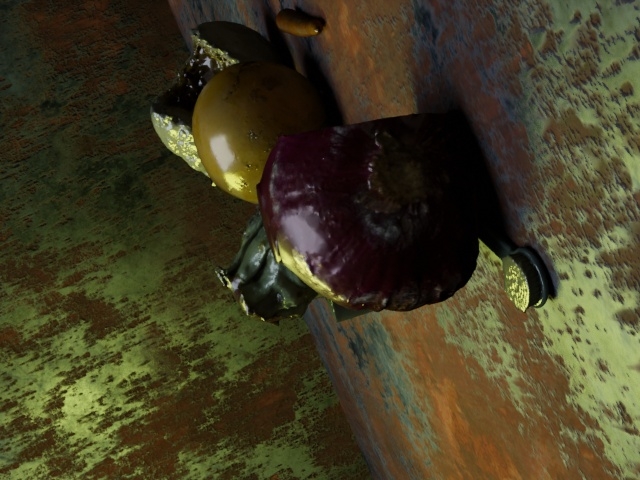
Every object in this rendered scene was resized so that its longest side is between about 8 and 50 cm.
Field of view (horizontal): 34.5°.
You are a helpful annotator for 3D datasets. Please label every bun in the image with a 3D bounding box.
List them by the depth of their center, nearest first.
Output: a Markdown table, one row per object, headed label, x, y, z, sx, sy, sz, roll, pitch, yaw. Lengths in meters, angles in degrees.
| label | x | y | z | sx | sy | sz | roll | pitch | yaw |
| --- | --- | --- | --- | --- | --- | --- | --- | --- | --- |
| bun | -0.154 | -0.238 | 1.853 | 0.205 | 0.281 | 0.281 | 39 | 160 | 26 |

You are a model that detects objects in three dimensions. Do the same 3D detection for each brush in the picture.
| label | x | y | z | sx | sy | sz | roll | pitch | yaw |
| --- | --- | --- | --- | --- | --- | --- | --- | --- | --- |
| brush | 0.166 | -0.007 | 1.082 | 0.266 | 0.027 | 0.062 | -125 | 23 | -58 |

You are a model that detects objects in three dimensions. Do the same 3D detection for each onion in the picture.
| label | x | y | z | sx | sy | sz | roll | pitch | yaw |
| --- | --- | --- | --- | --- | --- | --- | --- | --- | --- |
| onion | 0.047 | -0.022 | 1.085 | 0.216 | 0.206 | 0.207 | 135 | 125 | -79 |

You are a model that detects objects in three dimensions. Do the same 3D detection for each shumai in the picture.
| label | x | y | z | sx | sy | sz | roll | pitch | yaw |
| --- | --- | --- | --- | --- | --- | --- | --- | --- | --- |
| shumai | -0.085 | 0.040 | 1.535 | 0.184 | 0.141 | 0.184 | 157 | 90 | -81 |

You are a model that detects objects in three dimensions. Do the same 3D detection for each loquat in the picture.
| label | x | y | z | sx | sy | sz | roll | pitch | yaw |
| --- | --- | --- | --- | --- | --- | --- | --- | --- | --- |
| loquat | -0.092 | -0.170 | 1.648 | 0.235 | 0.235 | 0.235 | 157 | 90 | -82 |

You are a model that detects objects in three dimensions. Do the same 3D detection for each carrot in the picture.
| label | x | y | z | sx | sy | sz | roll | pitch | yaw |
| --- | --- | --- | --- | --- | --- | --- | --- | --- | --- |
| carrot | -0.026 | -0.315 | 1.505 | 0.190 | 0.037 | 0.037 | 41 | 153 | 65 |

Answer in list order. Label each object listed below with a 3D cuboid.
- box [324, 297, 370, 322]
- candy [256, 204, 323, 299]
| label | x | y | z | sx | sy | sz | roll | pitch | yaw |
| --- | --- | --- | --- | --- | --- | --- | --- | --- | --- |
| box | 0.048 | 0.002 | 1.533 | 0.163 | 0.135 | 0.243 | -119 | 9 | -47 |
| candy | 0.000 | 0.000 | 1.743 | 0.195 | 0.184 | 0.137 | -116 | 12 | -54 |
